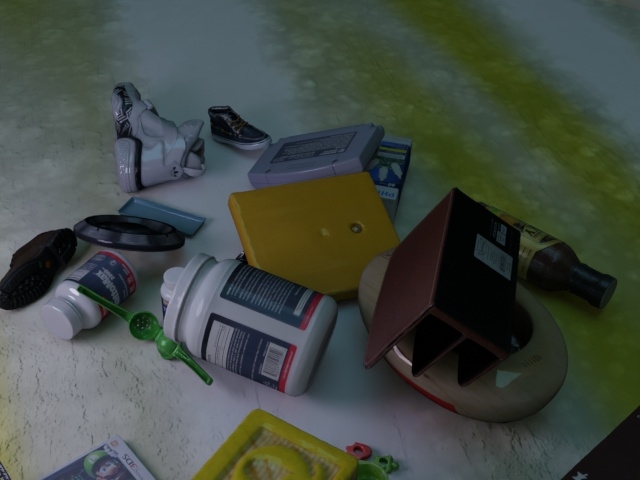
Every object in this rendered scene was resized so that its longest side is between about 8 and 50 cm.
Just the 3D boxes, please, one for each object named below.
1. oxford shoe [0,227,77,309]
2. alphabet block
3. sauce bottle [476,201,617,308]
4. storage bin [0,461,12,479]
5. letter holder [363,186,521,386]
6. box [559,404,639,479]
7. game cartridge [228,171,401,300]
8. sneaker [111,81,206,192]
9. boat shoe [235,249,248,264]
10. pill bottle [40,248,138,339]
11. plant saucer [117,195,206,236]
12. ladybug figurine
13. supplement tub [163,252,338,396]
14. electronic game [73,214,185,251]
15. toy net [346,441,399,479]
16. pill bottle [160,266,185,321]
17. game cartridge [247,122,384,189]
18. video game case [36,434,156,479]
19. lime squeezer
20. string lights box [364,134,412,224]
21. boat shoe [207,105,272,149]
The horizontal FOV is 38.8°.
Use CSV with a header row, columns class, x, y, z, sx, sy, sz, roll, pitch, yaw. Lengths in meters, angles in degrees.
class,x,y,z,sx,sy,sz,roll,pitch,yaw
oxford shoe,-0.592,0.061,1.837,0.096,0.083,0.227,0,34,28
alphabet block,-0.071,0.403,1.331,0.192,0.197,0.193,21,42,22
sauce bottle,0.448,0.033,1.897,0.344,0.111,0.111,30,46,28
storage bin,-0.493,0.409,1.357,0.084,0.122,0.180,-25,46,-30
letter holder,0.204,0.100,1.530,0.152,0.214,0.302,33,40,-12
box,0.460,0.430,1.380,0.381,0.143,0.191,-28,48,-35
game cartridge,0.000,0.000,1.882,0.323,0.053,0.285,-11,59,-19
sneaker,-0.390,-0.256,2.191,0.210,0.137,0.366,-5,44,-11
boat shoe,-0.144,0.055,1.866,0.075,0.065,0.206,10,39,9
pill bottle,-0.446,0.107,1.750,0.108,0.108,0.180,21,43,21
plant saucer,-0.354,-0.051,2.025,0.192,0.018,0.067,17,41,16
ladybug figurine,0.245,0.173,1.663,0.305,0.162,0.449,-23,46,-25
supplement tub,-0.121,0.147,1.626,0.272,0.191,0.191,21,41,8
electronic game,-0.396,-0.012,1.890,0.229,0.048,0.229,9,10,-2
toy net,0.009,0.360,1.511,0.232,0.045,0.122,16,41,16
pill bottle,-0.272,0.112,1.743,0.067,0.120,0.067,1,38,-1
game cartridge,-0.013,-0.190,2.113,0.297,0.062,0.198,-6,37,29
video game case,-0.359,0.412,1.443,0.190,0.022,0.173,-27,47,-32
lime squeezer,-0.306,0.171,1.683,0.310,0.110,0.059,34,72,13
string lights box,0.130,-0.150,2.129,0.133,0.077,0.260,10,39,8
boat shoe,-0.204,-0.279,2.240,0.183,0.083,0.065,14,43,32
